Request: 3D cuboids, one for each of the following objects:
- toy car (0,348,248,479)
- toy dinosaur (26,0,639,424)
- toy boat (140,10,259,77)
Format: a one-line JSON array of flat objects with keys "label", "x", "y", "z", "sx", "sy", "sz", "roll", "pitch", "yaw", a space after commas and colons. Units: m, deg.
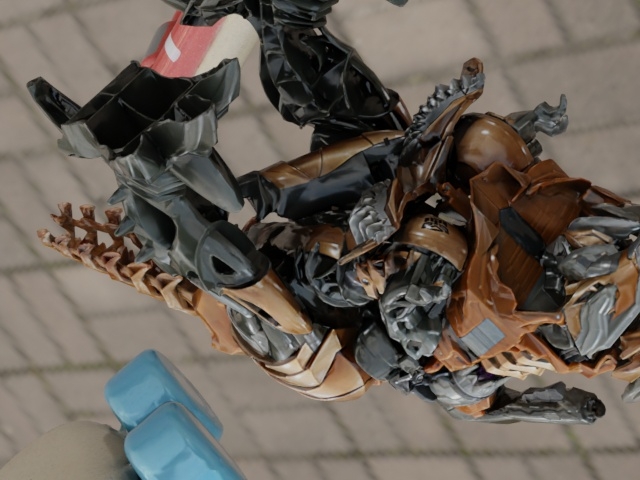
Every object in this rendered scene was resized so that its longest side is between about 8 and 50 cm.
[{"label": "toy car", "x": -0.099, "y": 0.231, "z": 1.129, "sx": 0.238, "sy": 0.219, "sz": 0.210, "roll": 49, "pitch": 179, "yaw": -17}, {"label": "toy dinosaur", "x": 0.000, "y": 0.000, "z": 0.751, "sx": 0.322, "sy": 0.164, "sz": 0.218, "roll": -16, "pitch": 124, "yaw": 25}, {"label": "toy boat", "x": -0.104, "y": -0.220, "z": 1.518, "sx": 0.151, "sy": 0.151, "sz": 0.231, "roll": 26, "pitch": 129, "yaw": -9}]
